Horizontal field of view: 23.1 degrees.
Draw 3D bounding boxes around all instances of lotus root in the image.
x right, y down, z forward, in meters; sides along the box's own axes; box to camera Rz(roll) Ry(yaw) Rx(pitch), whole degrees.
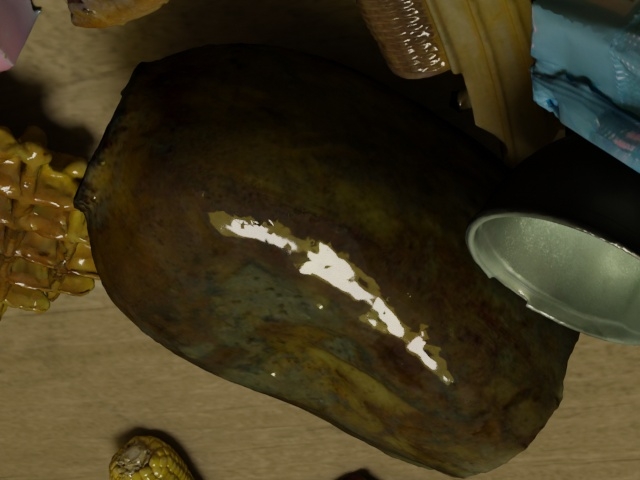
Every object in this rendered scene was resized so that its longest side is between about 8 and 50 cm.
[{"bbox_3d":[0.000,0.000,1.083,0.346,0.250,0.250,29,134,-17],"label":"lotus root"}]

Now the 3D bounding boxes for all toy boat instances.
[{"bbox_3d":[0.073,-0.175,0.996,0.115,0.089,0.310,-16,131,13],"label":"toy boat"}]

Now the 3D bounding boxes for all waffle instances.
[{"bbox_3d":[-0.291,-0.037,1.217,0.260,0.069,0.293,-15,143,32],"label":"waffle"}]

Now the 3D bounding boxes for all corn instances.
[{"bbox_3d":[-0.140,0.264,1.517,0.072,0.072,0.203,-7,134,20],"label":"corn"}]

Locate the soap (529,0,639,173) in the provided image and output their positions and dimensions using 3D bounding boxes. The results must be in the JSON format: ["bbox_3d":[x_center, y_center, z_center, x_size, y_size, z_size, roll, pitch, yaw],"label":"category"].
[{"bbox_3d":[0.241,-0.163,0.843,0.293,0.156,0.077,-46,132,-2],"label":"soap"}]

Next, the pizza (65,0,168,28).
[{"bbox_3d":[-0.081,-0.237,0.944,0.086,0.161,0.305,5,147,-35],"label":"pizza"}]

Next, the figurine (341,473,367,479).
[{"bbox_3d":[0.077,0.277,1.483,0.154,0.082,0.098,32,114,-19],"label":"figurine"}]

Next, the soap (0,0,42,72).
[{"bbox_3d":[-0.284,-0.161,1.122,0.149,0.056,0.100,-6,136,19],"label":"soap"}]

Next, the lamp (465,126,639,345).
[{"bbox_3d":[0.197,-0.071,0.974,0.172,0.227,0.147,34,159,-16],"label":"lamp"}]
